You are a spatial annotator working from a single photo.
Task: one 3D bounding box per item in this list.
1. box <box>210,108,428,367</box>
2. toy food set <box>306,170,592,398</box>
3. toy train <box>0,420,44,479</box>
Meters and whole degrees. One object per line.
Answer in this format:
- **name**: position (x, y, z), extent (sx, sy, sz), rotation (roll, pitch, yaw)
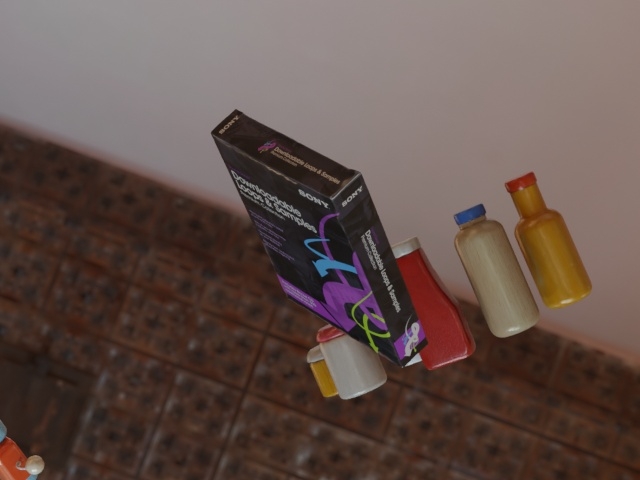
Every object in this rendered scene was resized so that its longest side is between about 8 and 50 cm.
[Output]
- **box**: position (0.000, 0.000, 0.960), extent (0.029, 0.116, 0.162), rotation (-42, 136, -21)
- **toy food set**: position (0.078, 0.039, 1.168), extent (0.105, 0.232, 0.111), rotation (67, 20, -2)
- **toy train**: position (-0.224, 0.178, 1.067), extent (0.046, 0.125, 0.166), rotation (-47, 138, -25)
